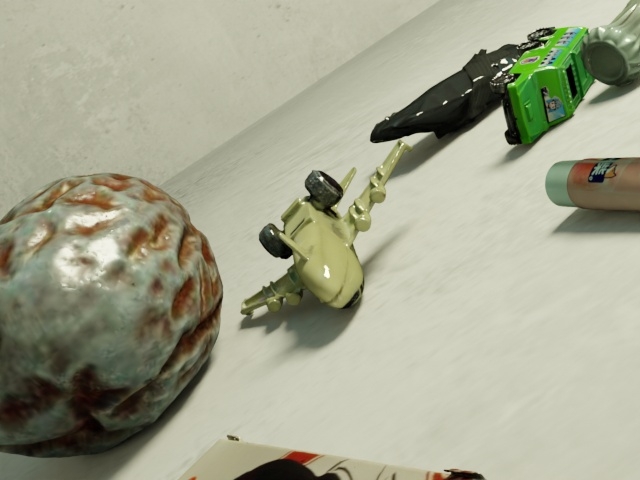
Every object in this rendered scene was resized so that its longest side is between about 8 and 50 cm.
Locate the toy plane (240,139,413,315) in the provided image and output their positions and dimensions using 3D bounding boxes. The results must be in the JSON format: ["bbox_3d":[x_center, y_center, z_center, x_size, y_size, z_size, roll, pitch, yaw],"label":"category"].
[{"bbox_3d":[0.000,0.000,0.804,0.229,0.092,0.244,-47,9,12],"label":"toy plane"}]

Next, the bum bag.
[{"bbox_3d":[0.176,-0.179,1.066,0.248,0.060,0.123,-35,15,-12],"label":"bum bag"}]

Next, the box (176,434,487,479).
[{"bbox_3d":[-0.095,0.221,0.333,0.353,0.069,0.214,-40,16,-31],"label":"box"}]

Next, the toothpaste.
[{"bbox_3d":[0.221,-0.035,0.551,0.056,0.036,0.205,-37,18,-20],"label":"toothpaste"}]

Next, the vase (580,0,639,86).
[{"bbox_3d":[0.311,-0.210,0.855,0.148,0.081,0.081,-44,18,-25],"label":"vase"}]

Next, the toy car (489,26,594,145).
[{"bbox_3d":[0.223,-0.156,0.874,0.062,0.071,0.165,-4,30,36],"label":"toy car"}]

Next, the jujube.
[{"bbox_3d":[-0.217,0.060,0.812,0.246,0.215,0.308,-34,15,1],"label":"jujube"}]
